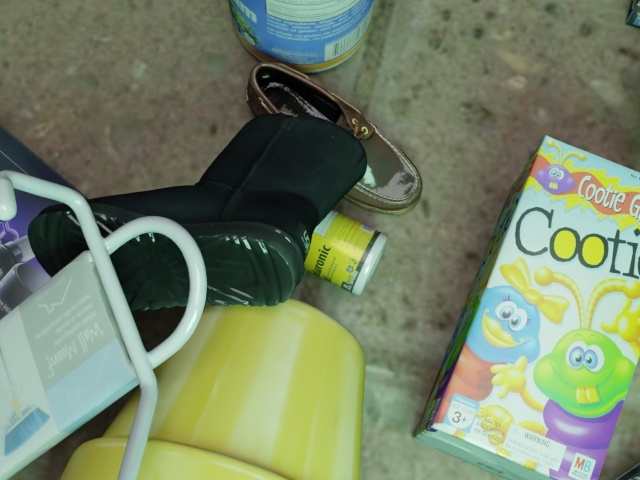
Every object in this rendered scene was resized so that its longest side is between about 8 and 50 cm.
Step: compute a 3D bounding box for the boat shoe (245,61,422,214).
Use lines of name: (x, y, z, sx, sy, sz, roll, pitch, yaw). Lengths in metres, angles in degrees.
boat shoe: (0.012, -0.100, 0.973, 0.207, 0.073, 0.073, 34, 75, 7)

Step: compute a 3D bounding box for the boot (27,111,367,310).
boot: (-0.098, -0.033, 0.863, 0.246, 0.094, 0.207, 3, 33, 19)

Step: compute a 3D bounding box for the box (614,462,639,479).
box: (0.385, 0.250, 0.762, 0.395, 0.318, 0.097, -32, 113, -10)

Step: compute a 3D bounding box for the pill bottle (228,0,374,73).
pill bottle: (-0.017, -0.278, 0.919, 0.152, 0.272, 0.152, 0, 74, -1)

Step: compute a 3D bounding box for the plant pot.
plant pot: (-0.069, 0.181, 0.817, 0.254, 0.254, 0.239, 17, 58, 4)

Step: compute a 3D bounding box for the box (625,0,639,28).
box: (0.456, -0.271, 1.042, 0.233, 0.044, 0.159, 18, 74, 4)

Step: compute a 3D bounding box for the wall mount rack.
wall mount rack: (-0.228, 0.133, 0.718, 0.350, 0.130, 0.304, -37, 63, 22)

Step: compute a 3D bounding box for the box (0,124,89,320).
box: (-0.309, 0.006, 0.924, 0.261, 0.103, 0.184, 38, 75, 9)

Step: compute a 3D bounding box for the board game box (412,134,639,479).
board game box: (0.204, 0.072, 0.889, 0.144, 0.142, 0.275, 22, 75, 5)

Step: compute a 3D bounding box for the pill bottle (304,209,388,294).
pill bottle: (0.000, 0.000, 0.947, 0.116, 0.065, 0.065, 26, 75, 7)
